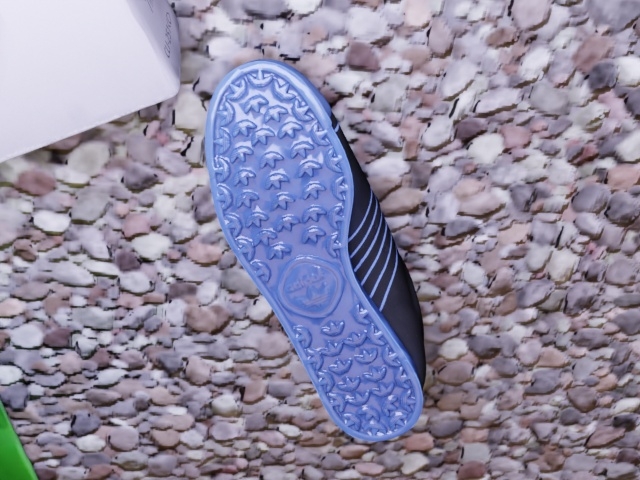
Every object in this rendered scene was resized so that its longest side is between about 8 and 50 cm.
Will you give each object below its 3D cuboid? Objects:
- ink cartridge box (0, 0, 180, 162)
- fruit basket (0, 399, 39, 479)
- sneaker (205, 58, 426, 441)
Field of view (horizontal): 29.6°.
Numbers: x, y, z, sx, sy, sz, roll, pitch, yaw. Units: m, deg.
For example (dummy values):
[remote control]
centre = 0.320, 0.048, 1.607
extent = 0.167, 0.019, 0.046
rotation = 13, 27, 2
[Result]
[ink cartridge box]
centre = -0.253, -0.130, 0.560
extent = 0.296, 0.066, 0.261
rotation = -20, 131, 10
[fruit basket]
centre = -0.220, 0.247, 0.689
extent = 0.392, 0.392, 0.283
rotation = -9, 131, 2
[sneaker]
centre = 0.000, 0.000, 0.696
extent = 0.081, 0.090, 0.232
rotation = -17, 109, 10
